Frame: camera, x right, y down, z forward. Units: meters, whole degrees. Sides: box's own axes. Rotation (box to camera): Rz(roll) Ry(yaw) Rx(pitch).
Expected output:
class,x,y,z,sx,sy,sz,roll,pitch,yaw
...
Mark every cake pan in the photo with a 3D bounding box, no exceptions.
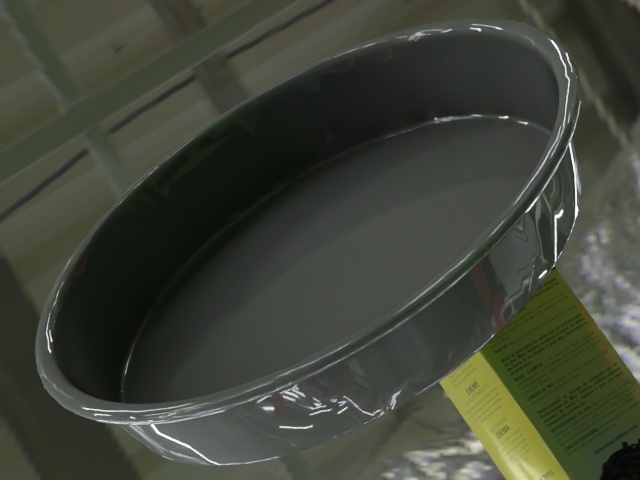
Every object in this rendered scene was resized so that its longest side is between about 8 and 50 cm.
class,x,y,z,sx,sy,sz,roll,pitch,yaw
cake pan,0.000,0.000,0.880,0.293,0.293,0.054,-44,-62,-21

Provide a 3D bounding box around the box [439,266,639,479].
class,x,y,z,sx,sy,sz,roll,pitch,yaw
box,0.158,0.126,1.074,0.087,0.058,0.232,-29,-104,-33
